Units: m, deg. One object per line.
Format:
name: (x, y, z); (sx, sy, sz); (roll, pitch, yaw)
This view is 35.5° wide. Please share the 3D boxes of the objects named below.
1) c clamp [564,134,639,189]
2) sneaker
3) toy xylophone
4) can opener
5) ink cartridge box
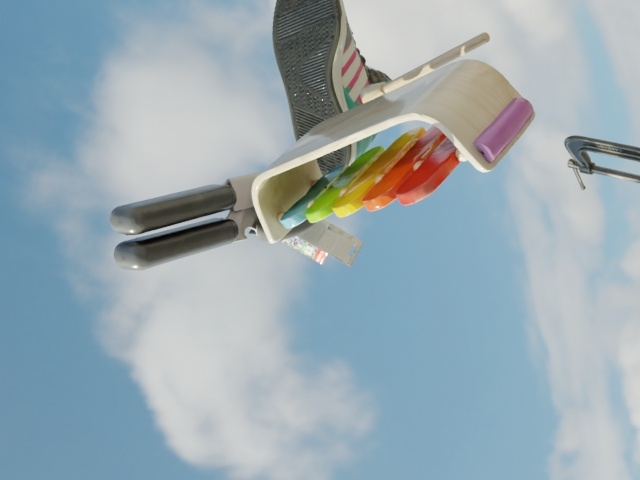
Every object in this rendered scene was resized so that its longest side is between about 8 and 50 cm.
c clamp: (0.378, -0.094, 1.275); (0.137, 0.161, 0.022); (42, -107, -42)
sneaker: (0.029, -0.254, 1.446); (0.178, 0.124, 0.295); (-35, -59, -61)
toy xylophone: (0.073, -0.105, 1.020); (0.236, 0.323, 0.081); (-43, -72, -34)
can opener: (-0.101, -0.026, 1.102); (0.283, 0.095, 0.075); (-19, -71, -54)
ink cartridge box: (0.000, 0.000, 1.475); (0.115, 0.029, 0.063); (30, -137, 1)
